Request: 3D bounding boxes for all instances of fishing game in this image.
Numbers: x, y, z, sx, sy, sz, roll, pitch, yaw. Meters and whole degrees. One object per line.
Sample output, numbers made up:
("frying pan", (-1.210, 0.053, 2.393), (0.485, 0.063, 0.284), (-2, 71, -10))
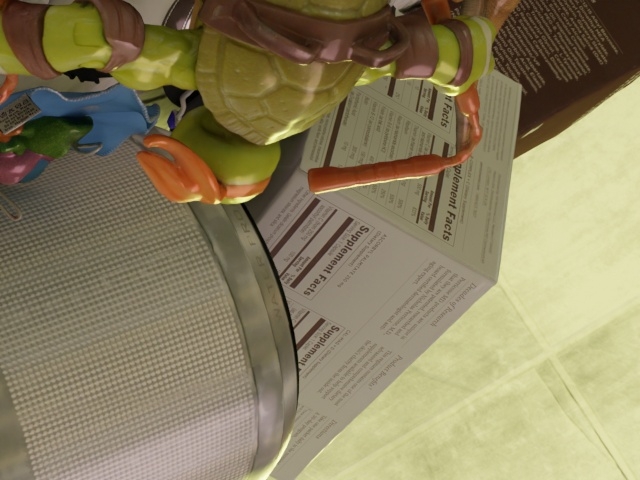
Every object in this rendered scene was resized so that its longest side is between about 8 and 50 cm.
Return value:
("fishing game", (-0.152, -0.029, 0.637), (0.264, 0.041, 0.189), (-13, 177, -19))

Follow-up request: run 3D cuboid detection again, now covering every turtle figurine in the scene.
("turtle figurine", (-0.022, -0.093, 0.506), (0.269, 0.087, 0.217), (2, 122, -29))

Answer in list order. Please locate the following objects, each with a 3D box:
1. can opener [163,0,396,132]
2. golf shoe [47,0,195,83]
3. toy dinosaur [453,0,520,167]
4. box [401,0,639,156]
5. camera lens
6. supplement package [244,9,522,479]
("can opener", (-0.008, -0.145, 0.814), (0.095, 0.076, 0.283), (17, 140, -39))
("golf shoe", (-0.047, -0.139, 0.588), (0.198, 0.077, 0.094), (-33, 153, 16))
("toy dinosaur", (0.097, -0.148, 0.851), (0.112, 0.064, 0.212), (18, 96, -40))
("box", (0.120, -0.125, 1.295), (0.381, 0.143, 0.191), (-31, 175, -40))
("camera lens", (-0.165, 0.069, 0.783), (0.274, 0.219, 0.219), (-20, 170, -28))
("supplement package", (0.000, 0.000, 1.017), (0.262, 0.145, 0.204), (-49, -162, 40))
